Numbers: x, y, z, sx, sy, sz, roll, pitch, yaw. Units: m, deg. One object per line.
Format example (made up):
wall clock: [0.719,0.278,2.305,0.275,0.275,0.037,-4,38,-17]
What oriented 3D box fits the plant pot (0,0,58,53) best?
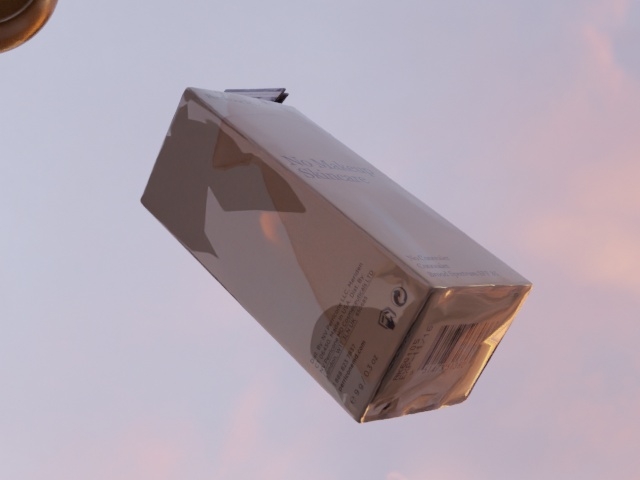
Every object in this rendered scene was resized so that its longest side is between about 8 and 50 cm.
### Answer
plant pot: [-0.408,-0.328,0.998,0.236,0.032,0.236,3,-97,-31]

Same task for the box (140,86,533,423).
box: [0.000,0.000,0.729,0.148,0.311,0.121,1,-58,-49]

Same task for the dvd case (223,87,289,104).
dvd case: [-0.163,-0.159,1.389,0.221,0.164,0.018,-55,-53,-20]
